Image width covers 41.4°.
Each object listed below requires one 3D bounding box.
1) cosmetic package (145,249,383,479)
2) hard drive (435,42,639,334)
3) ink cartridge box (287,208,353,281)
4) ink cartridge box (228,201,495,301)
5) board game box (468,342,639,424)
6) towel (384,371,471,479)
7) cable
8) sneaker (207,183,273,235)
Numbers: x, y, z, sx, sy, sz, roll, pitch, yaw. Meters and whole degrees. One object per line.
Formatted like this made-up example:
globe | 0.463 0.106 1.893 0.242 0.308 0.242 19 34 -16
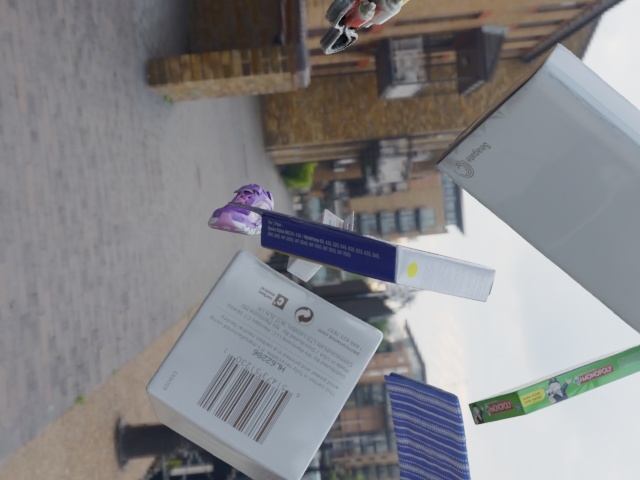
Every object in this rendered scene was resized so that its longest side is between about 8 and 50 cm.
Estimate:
cosmetic package | -0.122 0.281 1.715 0.327 0.329 0.393 -58 177 -21
hard drive | 0.303 -0.017 0.844 0.047 0.353 0.233 -51 -178 -24
ink cartridge box | 0.000 0.000 2.013 0.181 0.062 0.104 -47 -160 29
ink cartridge box | 0.057 0.021 1.302 0.304 0.307 0.072 15 -88 47
board game box | 0.454 0.258 1.549 0.213 0.317 0.046 127 -54 -68
towel | 0.256 0.493 2.014 0.243 0.040 0.335 11 -65 52
cable | 0.051 -0.347 1.392 0.072 0.139 0.287 58 -23 2
sneaker | -0.154 -0.065 1.721 0.236 0.095 0.104 -6 109 -75
